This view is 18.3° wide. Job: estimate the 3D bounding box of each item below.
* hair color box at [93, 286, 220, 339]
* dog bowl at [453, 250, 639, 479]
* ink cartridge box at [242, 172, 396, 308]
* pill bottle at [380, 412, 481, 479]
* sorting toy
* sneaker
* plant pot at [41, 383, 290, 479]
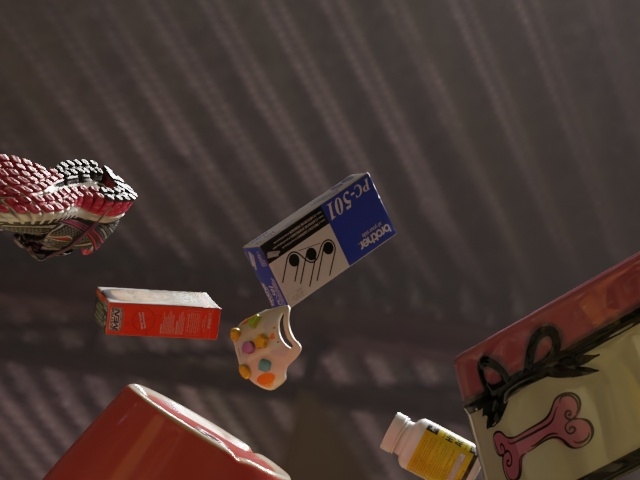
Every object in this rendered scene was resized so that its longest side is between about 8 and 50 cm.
[{"bbox_3d":[-0.200,0.089,2.431,0.141,0.043,0.072,3,13,-20],"label":"hair color box"},{"bbox_3d":[0.294,0.084,1.726,0.150,0.408,0.408,61,-30,4],"label":"dog bowl"},{"bbox_3d":[0.000,0.000,2.680,0.046,0.207,0.097,-4,-65,55],"label":"ink cartridge box"},{"bbox_3d":[0.131,0.249,2.330,0.116,0.065,0.065,27,-24,6],"label":"pill bottle"},{"bbox_3d":[-0.051,0.104,2.071,0.045,0.083,0.075,4,-27,-46],"label":"sorting toy"},{"bbox_3d":[-0.352,-0.029,2.480,0.121,0.112,0.299,42,22,29],"label":"sneaker"},{"bbox_3d":[-0.171,0.295,1.999,0.275,0.243,0.275,31,-2,1],"label":"plant pot"}]
